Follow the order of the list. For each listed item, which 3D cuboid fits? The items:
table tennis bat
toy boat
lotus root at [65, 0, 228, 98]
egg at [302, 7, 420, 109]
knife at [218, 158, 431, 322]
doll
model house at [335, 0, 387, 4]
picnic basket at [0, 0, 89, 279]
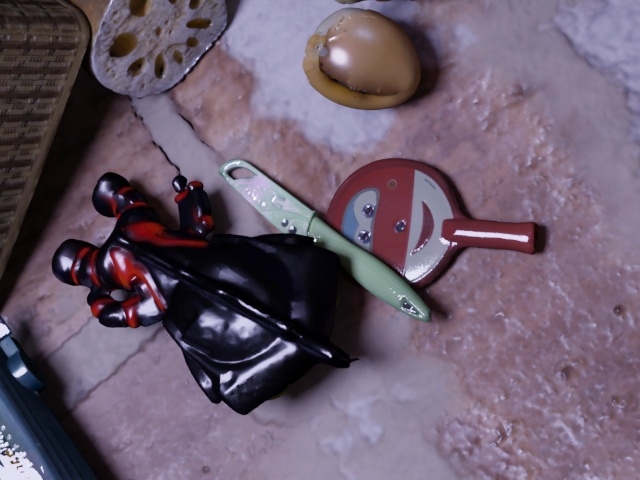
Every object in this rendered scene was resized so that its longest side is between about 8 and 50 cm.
[{"bbox_3d":[0.075,-0.008,0.960,0.155,0.019,0.098,5,81,22],"label":"table tennis bat"},{"bbox_3d":[-0.208,0.172,0.974,0.103,0.093,0.246,-38,70,0],"label":"toy boat"},{"bbox_3d":[-0.136,-0.174,1.012,0.122,0.112,0.081,-46,67,5],"label":"lotus root"},{"bbox_3d":[0.031,-0.126,0.971,0.083,0.071,0.071,28,88,4],"label":"egg"},{"bbox_3d":[0.000,0.000,0.975,0.207,0.014,0.030,38,98,28],"label":"knife"},{"bbox_3d":[-0.075,0.034,0.970,0.249,0.088,0.127,21,106,30],"label":"doll"},{"bbox_3d":[0.077,-0.280,0.942,0.254,0.160,0.196,-17,73,17],"label":"model house"},{"bbox_3d":[-0.337,-0.064,0.976,0.228,0.175,0.312,32,111,22],"label":"picnic basket"}]
